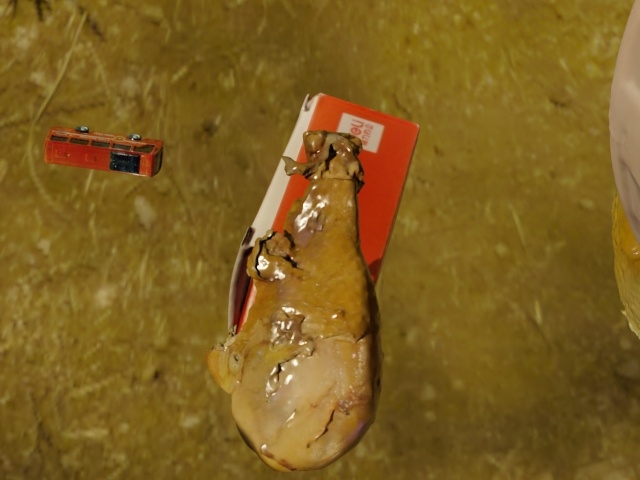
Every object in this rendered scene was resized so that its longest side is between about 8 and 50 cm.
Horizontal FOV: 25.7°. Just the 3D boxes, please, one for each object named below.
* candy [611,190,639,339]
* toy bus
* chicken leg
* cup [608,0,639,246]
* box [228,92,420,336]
[{"bbox_3d":[0.325,0.000,0.951,0.260,0.118,0.259,1,75,-3],"label":"candy"},{"bbox_3d":[-0.205,-0.084,1.329,0.110,0.043,0.031,7,115,0],"label":"toy bus"},{"bbox_3d":[-0.009,0.035,0.844,0.085,0.101,0.207,10,80,-35],"label":"chicken leg"},{"bbox_3d":[0.222,0.030,0.248,0.288,0.273,0.208,16,120,-15],"label":"cup"},{"bbox_3d":[0.000,0.000,1.044,0.099,0.182,0.133,17,138,2],"label":"box"}]
